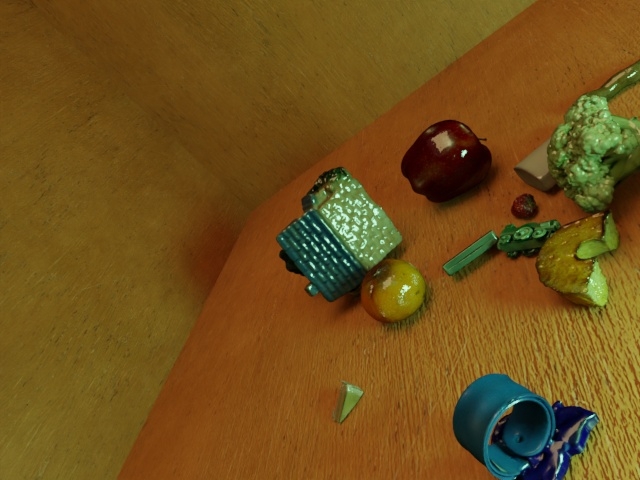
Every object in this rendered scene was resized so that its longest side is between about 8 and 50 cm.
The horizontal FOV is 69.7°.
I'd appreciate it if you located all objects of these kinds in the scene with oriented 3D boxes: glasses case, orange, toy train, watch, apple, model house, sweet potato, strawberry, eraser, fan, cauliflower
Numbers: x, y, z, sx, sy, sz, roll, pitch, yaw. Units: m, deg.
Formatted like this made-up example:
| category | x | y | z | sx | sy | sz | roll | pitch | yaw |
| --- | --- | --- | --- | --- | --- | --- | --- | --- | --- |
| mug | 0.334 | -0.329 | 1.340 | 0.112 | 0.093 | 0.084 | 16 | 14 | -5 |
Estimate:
| category | x | y | z | sx | sy | sz | roll | pitch | yaw |
| --- | --- | --- | --- | --- | --- | --- | --- | --- | --- |
| glasses case | 0.459 | 0.039 | 1.408 | 0.184 | 0.039 | 0.078 | -39 | -9 | 16 |
| orange | 0.227 | 0.160 | 1.483 | 0.224 | 0.170 | 0.224 | -37 | 22 | 18 |
| toy train | 0.583 | -0.010 | 1.282 | 0.104 | 0.071 | 0.178 | -47 | 18 | -32 |
| watch | 0.366 | 0.350 | 0.868 | 0.196 | 0.200 | 0.171 | -55 | 20 | -14 |
| apple | 0.471 | -0.302 | 1.725 | 0.317 | 0.288 | 0.288 | -42 | 21 | 30 |
| model house | 0.000 | 0.000 | 1.832 | 0.400 | 0.395 | 0.445 | -46 | 11 | -18 |
| sweet potato | 0.972 | -0.516 | 1.477 | 0.281 | 0.067 | 0.059 | -33 | 62 | 17 |
| strawberry | 0.610 | -0.100 | 1.394 | 0.083 | 0.073 | 0.073 | -39 | 18 | 53 |
| eraser | 0.750 | -0.278 | 1.410 | 0.270 | 0.095 | 0.174 | -40 | 16 | 10 |
| fan | 0.170 | 0.155 | 1.767 | 0.155 | 0.039 | 0.082 | -45 | 21 | -1 |
| cauliflower | 0.720 | -0.234 | 1.167 | 0.281 | 0.260 | 0.327 | -25 | 64 | 47 |

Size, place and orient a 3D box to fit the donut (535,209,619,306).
| category | x | y | z | sx | sy | sz | roll | pitch | yaw |
| --- | --- | --- | --- | --- | --- | --- | --- | --- | --- |
| donut | 0.605 | 0.047 | 1.096 | 0.152 | 0.101 | 0.259 | -13 | 40 | 55 |

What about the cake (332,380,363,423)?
| category | x | y | z | sx | sy | sz | roll | pitch | yaw |
| --- | --- | --- | --- | --- | --- | --- | --- | --- | --- |
| cake | 0.077 | 0.487 | 1.370 | 0.052 | 0.065 | 0.121 | 11 | 82 | 64 |
